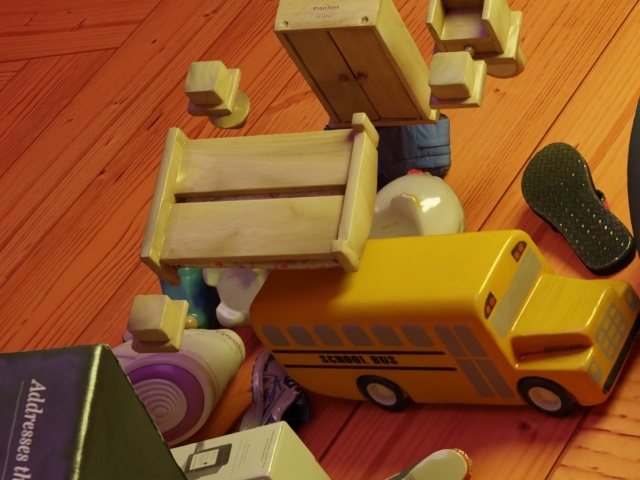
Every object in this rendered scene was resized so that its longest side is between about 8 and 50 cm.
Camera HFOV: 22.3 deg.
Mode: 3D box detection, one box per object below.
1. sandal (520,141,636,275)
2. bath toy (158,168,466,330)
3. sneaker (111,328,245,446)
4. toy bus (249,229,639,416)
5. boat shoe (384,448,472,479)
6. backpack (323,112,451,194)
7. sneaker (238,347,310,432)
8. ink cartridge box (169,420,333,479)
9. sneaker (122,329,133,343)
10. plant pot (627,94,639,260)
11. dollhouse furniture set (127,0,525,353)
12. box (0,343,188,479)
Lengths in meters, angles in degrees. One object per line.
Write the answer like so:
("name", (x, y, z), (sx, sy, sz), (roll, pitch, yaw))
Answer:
("sandal", (0.238, -0.024, 1.496), (0.067, 0.040, 0.179), (-36, 43, 10))
("bath toy", (0.000, 0.000, 1.626), (0.348, 0.151, 0.129), (-13, 0, 35))
("sneaker", (-0.203, 0.165, 1.639), (0.305, 0.114, 0.152), (-17, 14, 31))
("toy bus", (0.104, 0.067, 1.398), (0.332, 0.130, 0.108), (-4, 42, 44))
("boat shoe", (0.064, 0.212, 1.322), (0.137, 0.049, 0.043), (-34, -13, 8))
("backpack", (0.075, -0.089, 1.697), (0.120, 0.101, 0.098), (-16, 18, -38))
("sneaker", (-0.033, 0.151, 1.516), (0.058, 0.052, 0.135), (-11, 44, 21))
("ink cartridge box", (-0.071, 0.222, 1.377), (0.150, 0.109, 0.063), (-18, 36, 29))
("sneaker", (-0.179, 0.098, 1.745), (0.109, 0.044, 0.040), (-3, 44, 47))
("plant pot", (0.358, -0.077, 1.277), (0.290, 0.195, 0.290), (-27, 30, 17))
("dollhouse furniture set", (0.025, -0.037, 1.478), (0.303, 0.174, 0.356), (-1, 62, 24))
("box", (-0.344, 0.354, 1.076), (0.471, 0.297, 0.480), (-7, 49, 14))
